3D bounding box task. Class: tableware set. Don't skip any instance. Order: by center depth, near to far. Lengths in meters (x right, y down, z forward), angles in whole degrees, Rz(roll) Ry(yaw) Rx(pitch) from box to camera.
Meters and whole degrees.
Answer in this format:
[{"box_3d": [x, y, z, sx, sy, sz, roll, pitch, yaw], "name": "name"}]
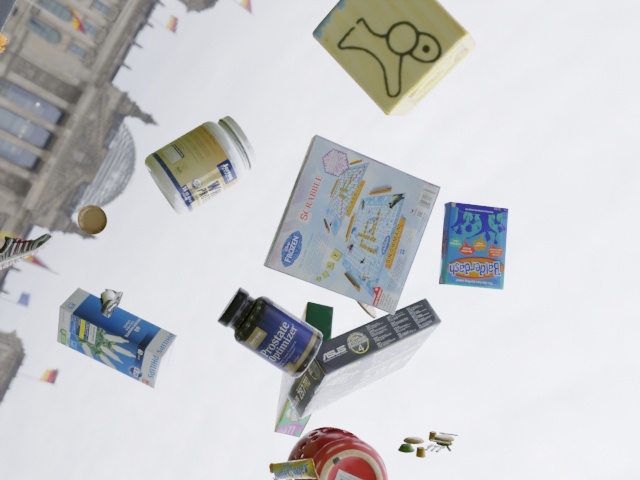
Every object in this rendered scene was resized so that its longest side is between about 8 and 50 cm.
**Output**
[{"box_3d": [0.238, 0.454, 1.381, 0.104, 0.154, 0.024, -1, -91, 28], "name": "tableware set"}]

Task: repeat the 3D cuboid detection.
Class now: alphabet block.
[{"box_3d": [0.135, -0.355, 1.102, 0.192, 0.197, 0.193, -43, 176, 22], "name": "alphabet block"}]

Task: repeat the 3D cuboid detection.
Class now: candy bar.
[{"box_3d": [-0.048, 0.417, 1.125, 0.161, 0.018, 0.040, -31, -101, 51], "name": "candy bar"}]

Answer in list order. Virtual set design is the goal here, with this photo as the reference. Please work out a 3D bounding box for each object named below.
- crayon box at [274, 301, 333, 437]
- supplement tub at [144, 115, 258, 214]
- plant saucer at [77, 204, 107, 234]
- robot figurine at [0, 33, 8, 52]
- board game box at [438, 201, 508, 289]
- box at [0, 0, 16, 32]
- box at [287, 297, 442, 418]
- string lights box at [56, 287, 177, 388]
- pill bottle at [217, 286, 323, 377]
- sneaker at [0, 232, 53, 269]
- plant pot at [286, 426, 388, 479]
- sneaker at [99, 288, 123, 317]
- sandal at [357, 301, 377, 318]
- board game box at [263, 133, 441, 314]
[{"box_3d": [-0.056, 0.448, 2.148, 0.313, 0.106, 0.363, -85, -168, -47], "name": "crayon box"}, {"box_3d": [-0.389, -0.252, 2.049, 0.316, 0.228, 0.228, -34, -150, -13], "name": "supplement tub"}, {"box_3d": [-0.636, -0.058, 1.739, 0.083, 0.083, 0.015, -57, -176, 6], "name": "plant saucer"}, {"box_3d": [-0.802, -0.515, 1.310, 0.085, 0.291, 0.211, -42, -106, -6], "name": "robot figurine"}, {"box_3d": [0.387, 0.015, 1.569, 0.047, 0.160, 0.210, 164, -69, -79], "name": "board game box"}, {"box_3d": [-0.490, -0.369, 0.728, 0.184, 0.261, 0.103, -52, -128, 16], "name": "box"}, {"box_3d": [0.119, 0.338, 1.763, 0.097, 0.395, 0.318, 58, -29, 23], "name": "box"}, {"box_3d": [-0.475, 0.228, 1.447, 0.076, 0.260, 0.133, -61, 175, -51], "name": "string lights box"}, {"box_3d": [-0.115, 0.202, 1.389, 0.122, 0.219, 0.123, -55, -173, 10], "name": "pill bottle"}, {"box_3d": [-0.803, 0.014, 1.653, 0.170, 0.074, 0.063, -30, -166, -22], "name": "sneaker"}, {"box_3d": [0.038, 0.483, 1.271, 0.174, 0.191, 0.191, 141, -33, -67], "name": "plant pot"}, {"box_3d": [-0.469, 0.136, 1.364, 0.109, 0.044, 0.040, -112, -136, -76], "name": "sneaker"}, {"box_3d": [0.123, 0.110, 1.734, 0.079, 0.088, 0.240, -45, -145, 13], "name": "sandal"}, {"box_3d": [0.073, -0.033, 1.415, 0.066, 0.318, 0.318, -178, -70, -79], "name": "board game box"}]
